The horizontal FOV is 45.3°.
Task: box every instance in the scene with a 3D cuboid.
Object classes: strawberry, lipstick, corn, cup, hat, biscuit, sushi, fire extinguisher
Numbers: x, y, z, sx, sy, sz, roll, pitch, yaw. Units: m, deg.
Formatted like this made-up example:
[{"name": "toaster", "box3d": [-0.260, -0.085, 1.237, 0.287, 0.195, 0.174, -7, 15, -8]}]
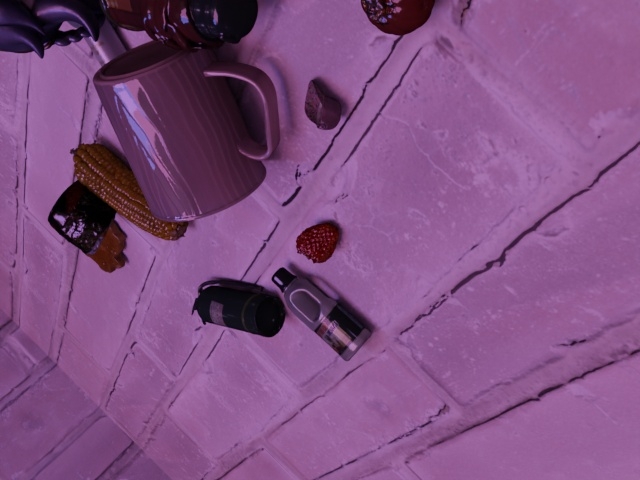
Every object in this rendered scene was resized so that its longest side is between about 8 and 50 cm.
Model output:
[{"name": "strawberry", "box3d": [0.000, 0.000, 1.381, 0.073, 0.073, 0.083, 45, 111, 2]}, {"name": "lipstick", "box3d": [-0.361, -0.294, 1.462, 0.059, 0.059, 0.264, -3, 124, 49]}, {"name": "corn", "box3d": [-0.424, -0.100, 1.698, 0.313, 0.102, 0.102, 40, 146, 11]}, {"name": "cup", "box3d": [-0.215, -0.184, 1.277, 0.288, 0.208, 0.273, 17, 136, 48]}, {"name": "hat", "box3d": [0.007, -0.207, 1.174, 0.058, 0.042, 0.087, 109, 146, -46]}, {"name": "biscuit", "box3d": [-0.576, 0.000, 2.031, 0.166, 0.036, 0.225, 41, 144, 6]}, {"name": "sushi", "box3d": [-0.538, -0.058, 1.770, 0.126, 0.136, 0.225, 30, -173, -11]}, {"name": "fire extinguisher", "box3d": [-0.206, 0.150, 1.737, 0.294, 0.093, 0.118, 6, 104, 45]}]

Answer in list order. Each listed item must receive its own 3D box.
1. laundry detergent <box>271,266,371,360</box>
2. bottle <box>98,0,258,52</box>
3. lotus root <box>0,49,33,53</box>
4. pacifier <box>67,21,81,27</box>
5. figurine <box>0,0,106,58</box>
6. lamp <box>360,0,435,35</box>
[{"name": "laundry detergent", "box3d": [-0.005, 0.137, 1.518, 0.225, 0.070, 0.099, 43, 155, 7]}, {"name": "bottle", "box3d": [-0.202, -0.364, 1.147, 0.271, 0.143, 0.156, 23, 101, 35]}, {"name": "lotus root", "box3d": [-0.640, -0.436, 1.591, 0.179, 0.089, 0.080, 15, 166, 29]}, {"name": "pacifier", "box3d": [-0.509, -0.446, 1.414, 0.150, 0.116, 0.126, 56, 160, -20]}, {"name": "figurine", "box3d": [-0.467, -0.413, 1.292, 0.264, 0.175, 0.197, 4, 115, 2]}, {"name": "lamp", "box3d": [0.091, -0.299, 0.928, 0.101, 0.090, 0.101, 31, 142, 28]}]
